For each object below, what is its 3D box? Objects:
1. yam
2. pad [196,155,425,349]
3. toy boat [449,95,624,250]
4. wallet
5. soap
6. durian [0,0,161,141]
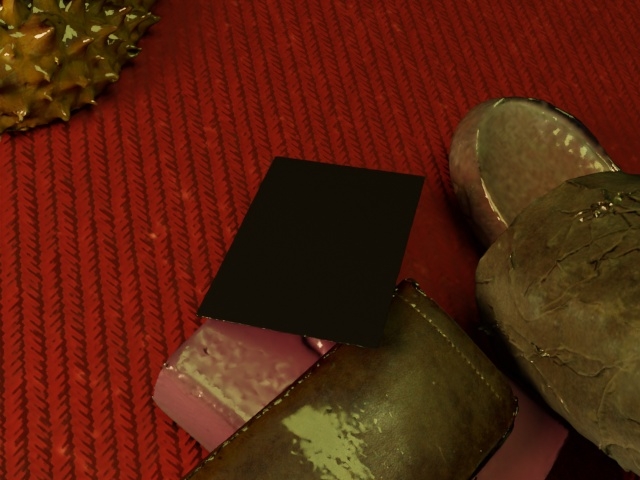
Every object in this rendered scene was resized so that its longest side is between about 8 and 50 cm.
[{"bbox_3d":[0.254,0.057,0.596,0.203,0.271,0.201,2,99,-25],"label":"yam"},{"bbox_3d":[0.000,0.000,0.635,0.127,0.004,0.190,10,44,11],"label":"pad"},{"bbox_3d":[0.204,-0.028,0.788,0.155,0.085,0.227,-34,84,-22],"label":"toy boat"},{"bbox_3d":[0.020,0.143,0.543,0.255,0.031,0.137,-37,77,-30],"label":"wallet"},{"bbox_3d":[0.033,0.129,0.623,0.259,0.081,0.181,40,56,9],"label":"soap"},{"bbox_3d":[-0.239,-0.218,0.737,0.191,0.112,0.341,36,53,9],"label":"durian"}]
